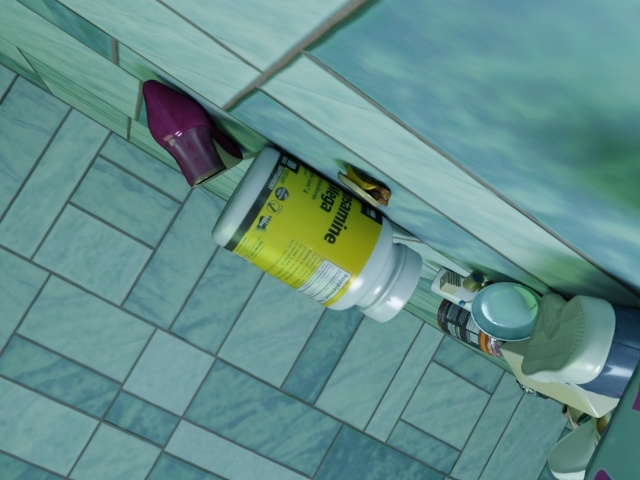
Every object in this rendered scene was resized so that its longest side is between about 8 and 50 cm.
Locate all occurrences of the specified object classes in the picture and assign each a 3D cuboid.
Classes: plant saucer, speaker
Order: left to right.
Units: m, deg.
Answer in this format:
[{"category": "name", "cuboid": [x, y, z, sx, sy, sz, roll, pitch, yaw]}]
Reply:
[{"category": "speaker", "cuboid": [0.289, 0.107, 1.199, 0.136, 0.055, 0.055, 28, 174, 21]}, {"category": "plant saucer", "cuboid": [0.308, 0.112, 0.996, 0.119, 0.119, 0.021, 30, -143, 0]}]

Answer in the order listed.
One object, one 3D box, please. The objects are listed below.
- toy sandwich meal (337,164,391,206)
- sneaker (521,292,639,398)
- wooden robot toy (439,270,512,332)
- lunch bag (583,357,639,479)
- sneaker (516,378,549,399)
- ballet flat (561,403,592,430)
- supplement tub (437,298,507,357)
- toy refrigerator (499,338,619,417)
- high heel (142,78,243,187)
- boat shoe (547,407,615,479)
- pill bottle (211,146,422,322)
[{"category": "toy sandwich meal", "cuboid": [0.062, -0.077, 0.857, 0.085, 0.029, 0.085, 37, -176, -3]}, {"category": "sneaker", "cuboid": [0.363, 0.145, 0.793, 0.148, 0.131, 0.350, 16, 179, 10]}, {"category": "wooden robot toy", "cuboid": [0.297, 0.086, 1.039, 0.173, 0.076, 0.079, 30, 140, 3]}, {"category": "lunch bag", "cuboid": [0.322, 0.138, 0.361, 0.262, 0.223, 0.160, 25, 179, 28]}, {"category": "sneaker", "cuboid": [0.518, 0.316, 1.450, 0.302, 0.121, 0.108, 30, -177, -45]}, {"category": "ballet flat", "cuboid": [0.497, 0.297, 1.148, 0.106, 0.107, 0.316, 56, 175, 34]}, {"category": "supplement tub", "cuboid": [0.351, 0.181, 1.292, 0.106, 0.106, 0.198, 34, 174, -38]}, {"category": "toy refrigerator", "cuboid": [0.426, 0.216, 1.053, 0.094, 0.102, 0.269, 59, 173, -2]}, {"category": "high heel", "cuboid": [-0.239, -0.202, 1.144, 0.181, 0.127, 0.377, 60, 174, -9]}, {"category": "boat shoe", "cuboid": [0.482, 0.301, 0.971, 0.103, 0.302, 0.113, 33, -146, -23]}, {"category": "pill bottle", "cuboid": [0.000, 0.000, 1.043, 0.334, 0.188, 0.188, 31, 175, -12]}]
